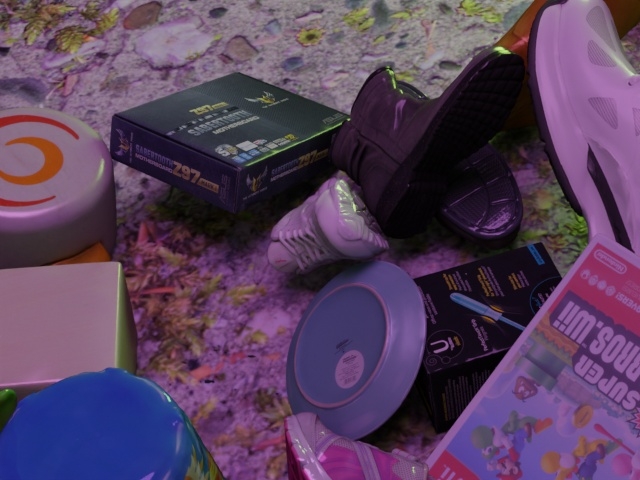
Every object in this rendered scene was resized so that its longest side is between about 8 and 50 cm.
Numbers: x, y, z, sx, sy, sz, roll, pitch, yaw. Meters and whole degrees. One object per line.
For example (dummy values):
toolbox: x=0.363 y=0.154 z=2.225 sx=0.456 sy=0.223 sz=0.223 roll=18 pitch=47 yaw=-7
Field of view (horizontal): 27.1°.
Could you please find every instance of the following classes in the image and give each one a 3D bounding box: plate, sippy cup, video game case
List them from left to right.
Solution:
sippy cup: x=-0.177 y=0.238 z=1.149 sx=0.305 sy=0.224 sz=0.240 roll=-1 pitch=48 yaw=8
plate: x=0.026 y=0.105 z=1.299 sx=0.188 sy=0.024 sz=0.188 roll=-26 pitch=51 yaw=37
video game case: x=0.237 y=0.156 z=1.163 sx=0.204 sy=0.025 sz=0.285 roll=37 pitch=92 yaw=38

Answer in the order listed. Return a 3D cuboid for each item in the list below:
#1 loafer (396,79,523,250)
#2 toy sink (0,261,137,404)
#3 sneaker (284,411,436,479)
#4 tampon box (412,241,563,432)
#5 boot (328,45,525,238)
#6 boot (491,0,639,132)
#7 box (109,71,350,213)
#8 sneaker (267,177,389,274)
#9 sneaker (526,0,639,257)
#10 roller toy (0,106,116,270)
loafer: x=0.141 y=-0.077 z=1.491 sx=0.096 sy=0.084 sz=0.267 roll=-29 pitch=53 yaw=-10
toy sink: x=-0.308 y=0.127 z=1.336 sx=0.234 sy=0.131 sz=0.153 roll=-5 pitch=47 yaw=-2
sneaker: x=0.045 y=0.234 z=1.191 sx=0.111 sy=0.103 sz=0.252 roll=-16 pitch=34 yaw=-21
tampon box: x=0.165 y=0.094 z=1.309 sx=0.161 sy=0.101 sz=0.120 roll=-16 pitch=46 yaw=-5
boot: x=0.097 y=-0.137 z=1.405 sx=0.083 sy=0.246 sz=0.161 roll=9 pitch=36 yaw=-41
boot: x=0.248 y=-0.225 z=1.464 sx=0.211 sy=0.295 sz=0.104 roll=-28 pitch=62 yaw=-29
box: x=-0.097 y=-0.118 z=1.520 sx=0.183 sy=0.059 sz=0.232 roll=24 pitch=30 yaw=28
sneaker: x=0.000 y=0.000 z=1.391 sx=0.115 sy=0.232 sz=0.090 roll=-35 pitch=93 yaw=-1
sneaker: x=0.368 y=-0.075 z=1.272 sx=0.257 sy=0.169 sz=0.448 roll=-24 pitch=66 yaw=31
roller toy: x=-0.321 y=-0.039 z=1.480 sx=0.209 sy=0.146 sz=0.191 roll=9 pitch=47 yaw=4
